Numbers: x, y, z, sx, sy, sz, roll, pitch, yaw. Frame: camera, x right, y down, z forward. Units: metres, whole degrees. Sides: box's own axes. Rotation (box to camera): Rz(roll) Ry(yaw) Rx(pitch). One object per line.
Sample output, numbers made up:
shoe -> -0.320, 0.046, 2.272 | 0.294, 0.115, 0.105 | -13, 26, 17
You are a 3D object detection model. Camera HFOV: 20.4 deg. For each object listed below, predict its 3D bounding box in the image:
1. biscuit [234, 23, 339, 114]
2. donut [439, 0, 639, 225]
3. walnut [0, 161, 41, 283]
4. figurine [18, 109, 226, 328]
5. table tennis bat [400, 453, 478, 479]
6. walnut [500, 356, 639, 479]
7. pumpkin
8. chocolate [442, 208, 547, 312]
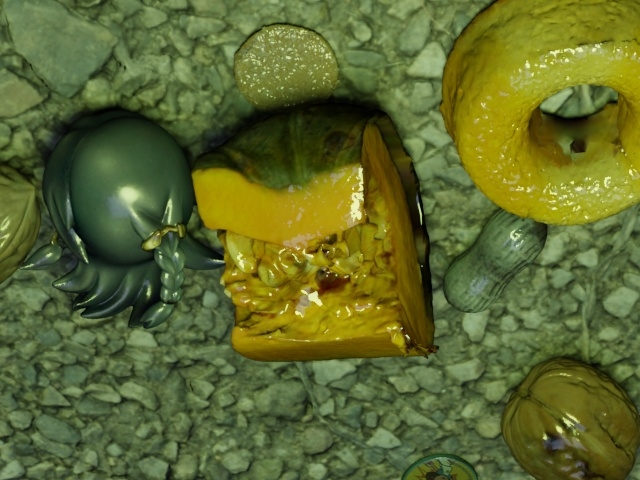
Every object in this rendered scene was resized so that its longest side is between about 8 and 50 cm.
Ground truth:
biscuit -> -0.037, -0.186, 1.960 | 0.120, 0.015, 0.120 | 1, 127, 2
donut -> 0.278, -0.140, 1.918 | 0.303, 0.110, 0.303 | 2, 127, 2
walnut -> -0.420, -0.012, 2.025 | 0.230, 0.178, 0.178 | -25, 121, 15
figurine -> -0.217, -0.016, 2.004 | 0.197, 0.175, 0.265 | 1, 131, 30
table tennis bat -> 0.145, 0.337, 2.332 | 0.100, 0.019, 0.155 | 24, 122, -14
walnut -> 0.311, 0.232, 2.168 | 0.184, 0.155, 0.155 | 40, 119, -18
pumpkin -> 0.000, 0.000, 1.951 | 0.225, 0.256, 0.303 | -6, 105, 12
chocolate -> 0.203, 0.020, 2.064 | 0.072, 0.072, 0.167 | 29, 125, -17
